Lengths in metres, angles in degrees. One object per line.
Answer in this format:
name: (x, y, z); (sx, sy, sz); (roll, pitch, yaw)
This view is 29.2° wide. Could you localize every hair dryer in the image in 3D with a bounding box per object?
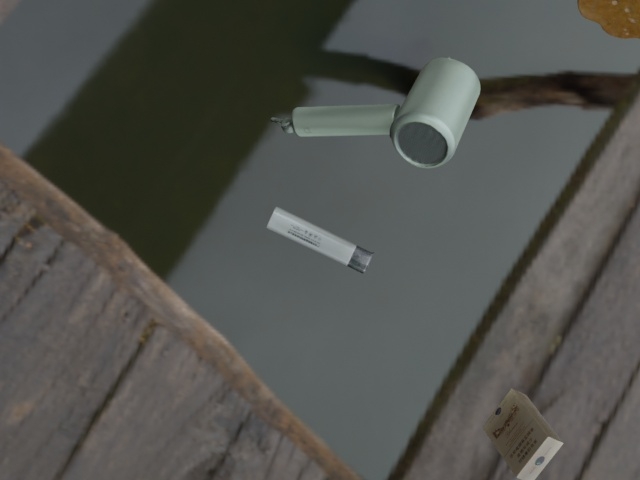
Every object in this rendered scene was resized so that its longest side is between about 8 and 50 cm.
hair dryer: (0.028, -0.073, 0.720); (0.063, 0.124, 0.038); (-61, 141, -43)

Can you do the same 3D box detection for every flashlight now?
flashlight: (0.000, 0.000, 0.939); (0.018, 0.083, 0.018); (-43, 158, -84)

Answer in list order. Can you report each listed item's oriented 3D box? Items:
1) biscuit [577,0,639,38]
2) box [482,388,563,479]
biscuit: (0.334, -0.194, 1.025); (0.144, 0.236, 0.040); (89, 19, -51)
box: (0.196, 0.190, 1.199); (0.024, 0.083, 0.053); (27, 107, -28)
